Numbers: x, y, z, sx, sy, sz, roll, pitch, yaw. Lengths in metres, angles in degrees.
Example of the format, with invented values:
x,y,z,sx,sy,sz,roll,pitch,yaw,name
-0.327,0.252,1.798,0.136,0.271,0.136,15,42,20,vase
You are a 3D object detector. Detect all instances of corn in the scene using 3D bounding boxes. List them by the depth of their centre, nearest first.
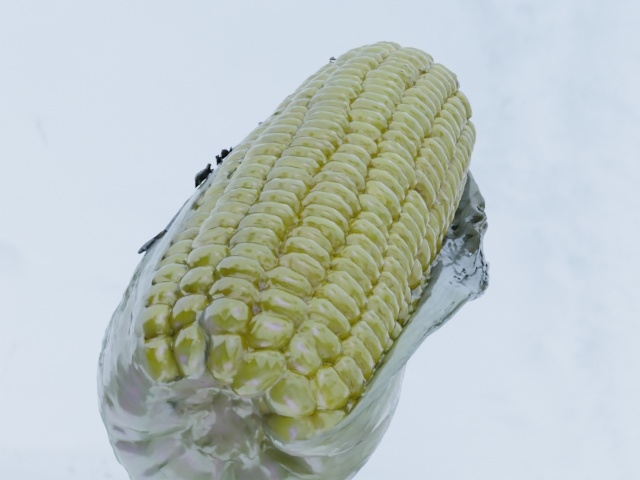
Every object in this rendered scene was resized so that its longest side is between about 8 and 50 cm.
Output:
x,y,z,sx,sy,sz,roll,pitch,yaw,name
-0.001,0.004,0.584,0.123,0.305,0.122,-23,109,30,corn
